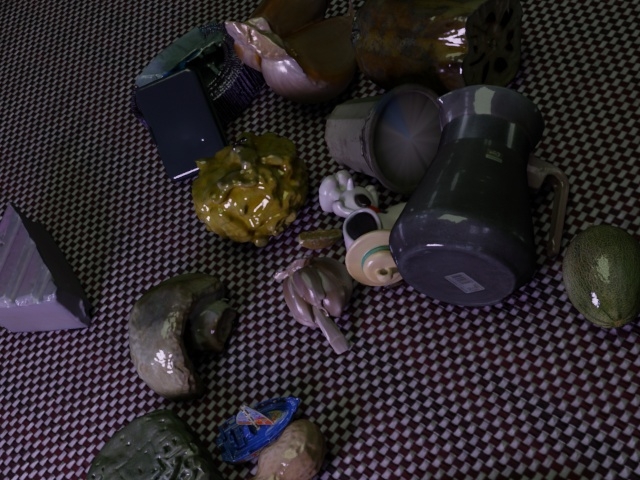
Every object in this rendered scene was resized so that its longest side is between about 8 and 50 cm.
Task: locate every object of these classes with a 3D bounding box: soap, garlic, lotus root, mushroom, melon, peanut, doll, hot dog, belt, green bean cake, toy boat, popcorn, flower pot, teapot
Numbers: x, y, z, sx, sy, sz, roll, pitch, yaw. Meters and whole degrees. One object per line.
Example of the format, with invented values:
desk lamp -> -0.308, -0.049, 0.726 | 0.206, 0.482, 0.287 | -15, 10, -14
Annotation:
soap -> -0.598, 0.049, 2.188 | 0.258, 0.159, 0.302 | -7, 56, 28
garlic -> -0.054, -0.451, 2.208 | 0.286, 0.249, 0.313 | 18, 39, 22
lotus root -> 0.221, -0.409, 2.044 | 0.346, 0.250, 0.250 | 17, 66, 36
mushroom -> -0.289, 0.161, 1.939 | 0.189, 0.164, 0.267 | 6, 60, 30
melon -> 0.467, 0.051, 1.636 | 0.139, 0.139, 0.192 | -16, 54, 17
peanut -> -0.078, 0.405, 1.701 | 0.228, 0.085, 0.104 | -48, 40, -9
doll -> 0.082, -0.022, 1.913 | 0.271, 0.144, 0.208 | 23, 49, 35
hot dog -> 0.000, 0.000, 1.994 | 0.090, 0.034, 0.030 | -7, 41, 0
belt -> -0.293, -0.372, 2.370 | 0.325, 0.122, 0.260 | -34, 54, 5
green bean cake -> -0.298, 0.431, 1.776 | 0.222, 0.125, 0.227 | -43, 43, -7
toy boat -> -0.115, 0.321, 1.764 | 0.175, 0.110, 0.091 | -31, 48, 2
popcorn -> -0.147, -0.115, 2.030 | 0.249, 0.225, 0.249 | -18, 50, 23
garlic -> 0.009, 0.116, 1.861 | 0.131, 0.127, 0.194 | -41, 72, 20
flower pot -> 0.121, -0.198, 1.972 | 0.202, 0.212, 0.212 | 7, 58, 56
teapot -> 0.293, -0.072, 1.757 | 0.253, 0.300, 0.344 | -45, 25, 60

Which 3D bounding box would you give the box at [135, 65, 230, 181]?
box -> -0.306, -0.261, 2.244 | 0.160, 0.230, 0.050 | -20, 5, 14
